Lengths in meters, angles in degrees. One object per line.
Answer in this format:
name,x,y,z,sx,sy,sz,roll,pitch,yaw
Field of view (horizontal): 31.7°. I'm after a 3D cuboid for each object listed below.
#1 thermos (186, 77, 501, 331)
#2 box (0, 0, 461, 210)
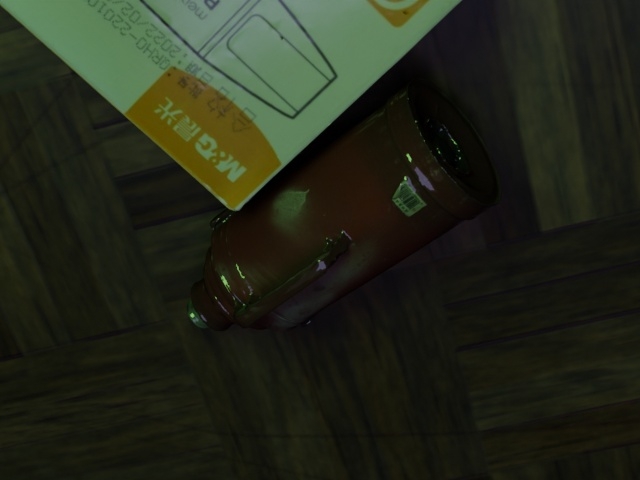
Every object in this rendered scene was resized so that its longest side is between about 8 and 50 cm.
thermos,-0.002,-0.002,0.741,0.232,0.124,0.099,-34,108,26
box,-0.069,-0.182,0.664,0.274,0.091,0.221,40,113,-16
